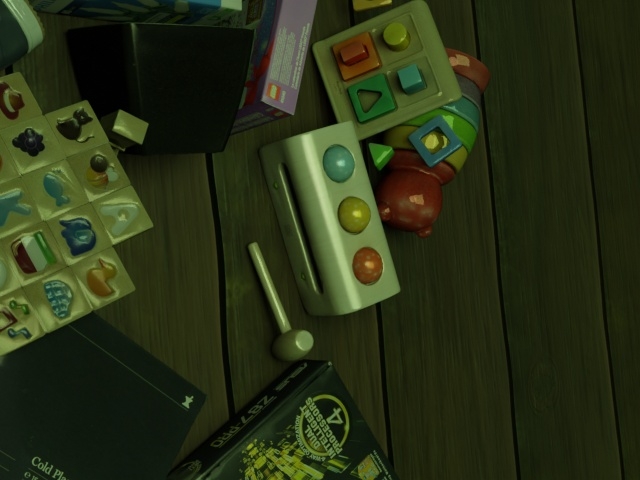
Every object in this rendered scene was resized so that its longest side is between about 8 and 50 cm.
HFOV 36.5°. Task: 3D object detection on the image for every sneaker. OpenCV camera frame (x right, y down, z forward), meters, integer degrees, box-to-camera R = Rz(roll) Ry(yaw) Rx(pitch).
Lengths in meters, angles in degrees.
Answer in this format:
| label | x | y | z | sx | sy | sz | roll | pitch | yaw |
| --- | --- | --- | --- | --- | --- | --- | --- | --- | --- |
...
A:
| label | x | y | z | sx | sy | sz | roll | pitch | yaw |
| --- | --- | --- | --- | --- | --- | --- | --- | --- | --- |
| sneaker | -0.475 | -0.311 | 1.163 | 0.282 | 0.099 | 0.153 | 52 | 57 | -23 |

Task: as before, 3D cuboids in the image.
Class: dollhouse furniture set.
| label | x | y | z | sx | sy | sz | roll | pitch | yaw |
| --- | --- | --- | --- | --- | --- | --- | --- | --- | --- |
| dollhouse furniture set | -0.334 | -0.116 | 1.190 | 0.161 | 0.182 | 0.101 | 25 | 71 | -31 |

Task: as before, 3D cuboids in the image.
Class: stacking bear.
| label | x | y | z | sx | sy | sz | roll | pitch | yaw |
| --- | --- | --- | --- | --- | --- | --- | --- | --- | --- |
| stacking bear | 0.166 | -0.152 | 1.574 | 0.175 | 0.164 | 0.289 | 23 | 77 | -31 |

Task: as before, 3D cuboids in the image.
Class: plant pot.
| label | x | y | z | sx | sy | sz | roll | pitch | yaw |
| --- | --- | --- | --- | --- | --- | --- | --- | --- | --- |
| plant pot | -0.211 | -0.200 | 1.297 | 0.187 | 0.188 | 0.167 | -7 | 100 | -36 |

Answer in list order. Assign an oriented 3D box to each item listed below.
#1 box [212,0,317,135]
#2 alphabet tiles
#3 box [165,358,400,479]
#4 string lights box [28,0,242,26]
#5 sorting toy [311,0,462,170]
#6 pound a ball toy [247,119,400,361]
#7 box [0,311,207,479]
| label | x | y | z | sx | sy | sz | roll | pitch | yaw |
| --- | --- | --- | --- | --- | --- | --- | --- | --- | --- |
| box | -0.086 | -0.301 | 1.376 | 0.057 | 0.201 | 0.293 | 19 | 75 | -33 |
| alphabet tiles | -0.362 | -0.024 | 1.048 | 0.342 | 0.011 | 0.285 | -28 | 88 | -33 |
| box | -0.021 | 0.421 | 1.410 | 0.318 | 0.097 | 0.395 | -37 | 106 | -29 |
| string lights box | -0.251 | -0.346 | 1.304 | 0.259 | 0.133 | 0.077 | -1 | 86 | -35 |
| sorting toy | 0.098 | -0.269 | 1.506 | 0.047 | 0.196 | 0.348 | 42 | 28 | -73 |
| pound a ball toy | 0.000 | 0.000 | 1.446 | 0.208 | 0.136 | 0.319 | -19 | 96 | -35 |
| box | -0.360 | 0.228 | 1.116 | 0.343 | 0.179 | 0.312 | 43 | 57 | -26 |
